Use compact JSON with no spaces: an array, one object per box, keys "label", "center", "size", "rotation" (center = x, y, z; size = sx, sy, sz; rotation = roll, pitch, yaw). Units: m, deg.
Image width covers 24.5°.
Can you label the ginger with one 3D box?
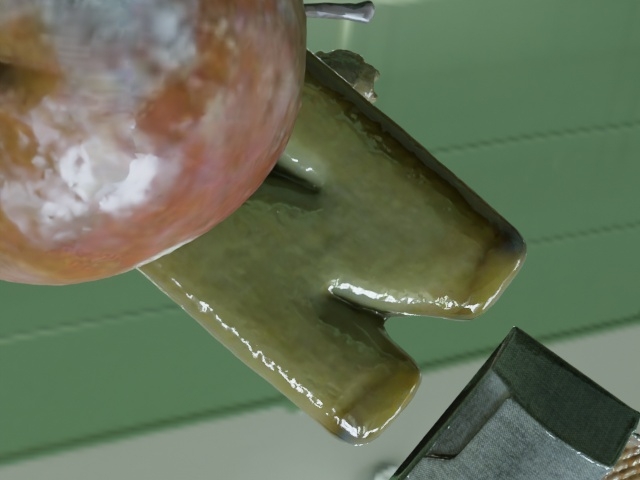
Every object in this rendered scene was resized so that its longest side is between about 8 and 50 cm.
[{"label":"ginger","center":[-0.017,-0.185,1.723],"size":[0.173,0.069,0.051],"rotation":[-8,171,5]}]

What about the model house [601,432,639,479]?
[{"label":"model house","center":[0.276,0.258,1.659],"size":[0.166,0.172,0.183],"rotation":[-8,-173,-41]}]

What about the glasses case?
[{"label":"glasses case","center":[0.067,0.130,0.704],"size":[0.071,0.205,0.047],"rotation":[36,-136,4]}]

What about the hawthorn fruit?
[{"label":"hawthorn fruit","center":[-0.122,-0.087,0.707],"size":[0.235,0.263,0.231],"rotation":[7,-110,12]}]

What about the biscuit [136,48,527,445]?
[{"label":"biscuit","center":[0.000,0.000,1.211],"size":[0.290,0.237,0.062],"rotation":[42,176,-2]}]
